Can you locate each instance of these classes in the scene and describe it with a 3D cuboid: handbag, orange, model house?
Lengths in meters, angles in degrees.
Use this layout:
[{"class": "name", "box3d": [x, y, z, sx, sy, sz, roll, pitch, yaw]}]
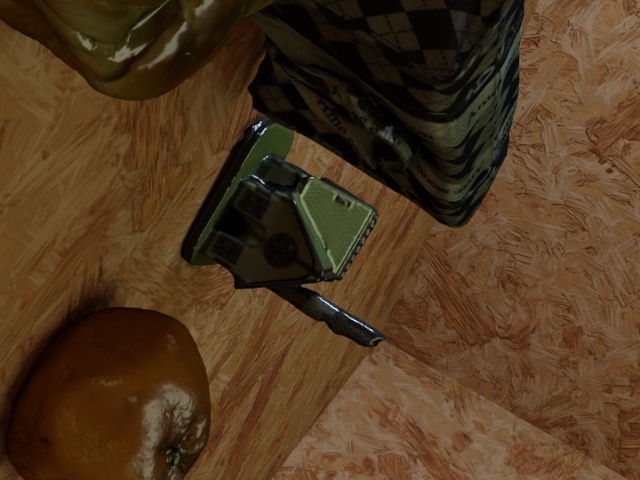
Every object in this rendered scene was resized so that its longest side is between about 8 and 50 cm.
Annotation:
[{"class": "handbag", "box3d": [0.041, -0.190, 1.240, 0.180, 0.316, 0.416, -58, 164, -12]}, {"class": "orange", "box3d": [-0.214, 0.192, 1.339, 0.249, 0.183, 0.249, -55, 168, -18]}, {"class": "model house", "box3d": [0.000, 0.000, 1.596, 0.218, 0.278, 0.205, -61, 171, 6]}]

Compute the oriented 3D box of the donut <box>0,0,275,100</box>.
[{"class": "donut", "box3d": [-0.085, -0.265, 0.802, 0.360, 0.170, 0.360, -55, 168, -17]}]
